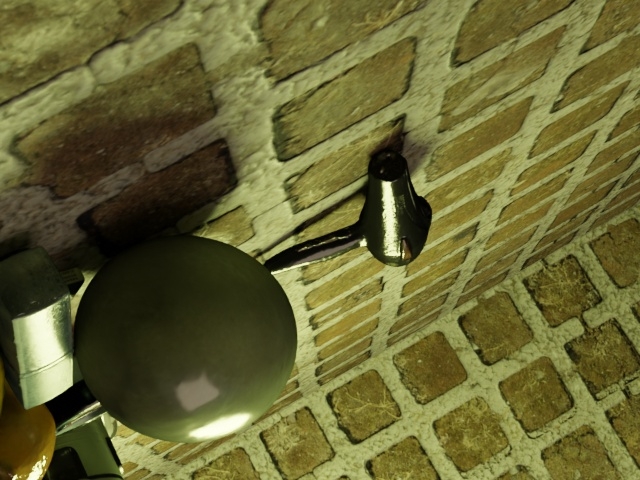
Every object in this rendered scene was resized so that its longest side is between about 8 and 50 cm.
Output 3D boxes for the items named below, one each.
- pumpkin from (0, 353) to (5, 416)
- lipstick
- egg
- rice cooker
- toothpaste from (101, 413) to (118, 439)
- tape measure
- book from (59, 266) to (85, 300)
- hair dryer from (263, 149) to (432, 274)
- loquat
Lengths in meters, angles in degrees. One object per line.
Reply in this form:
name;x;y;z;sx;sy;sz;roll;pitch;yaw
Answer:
pumpkin;-0.438;0.155;1.205;0.130;0.149;0.254;10;152;10
lipstick;-0.324;0.104;1.267;0.077;0.076;0.289;-25;162;-23
egg;-0.162;0.122;1.395;0.258;0.258;0.352;-33;159;9
rice cooker;-0.427;0.381;1.784;0.226;0.244;0.226;-22;154;-11
toothpaste;-0.428;0.311;1.985;0.096;0.061;0.266;-29;160;-1
tape measure;-0.349;0.216;1.673;0.182;0.107;0.181;-24;168;-27
book;-0.425;0.117;1.310;0.264;0.027;0.202;-17;161;-47
hair dryer;0.000;0.000;1.715;0.359;0.120;0.303;-22;158;0
loquat;-0.437;0.255;1.431;0.187;0.176;0.234;-14;-158;-30
